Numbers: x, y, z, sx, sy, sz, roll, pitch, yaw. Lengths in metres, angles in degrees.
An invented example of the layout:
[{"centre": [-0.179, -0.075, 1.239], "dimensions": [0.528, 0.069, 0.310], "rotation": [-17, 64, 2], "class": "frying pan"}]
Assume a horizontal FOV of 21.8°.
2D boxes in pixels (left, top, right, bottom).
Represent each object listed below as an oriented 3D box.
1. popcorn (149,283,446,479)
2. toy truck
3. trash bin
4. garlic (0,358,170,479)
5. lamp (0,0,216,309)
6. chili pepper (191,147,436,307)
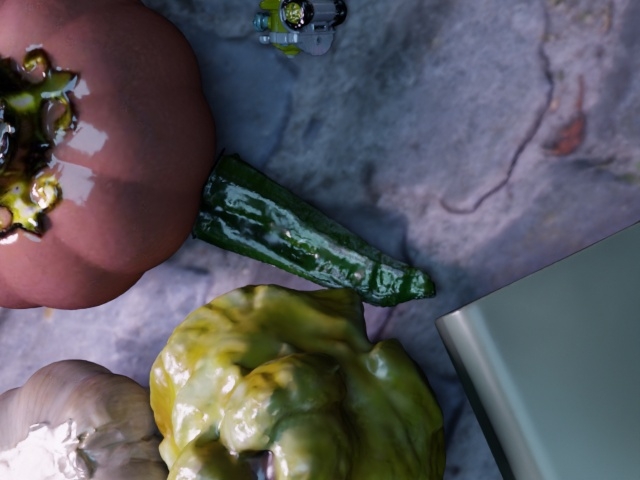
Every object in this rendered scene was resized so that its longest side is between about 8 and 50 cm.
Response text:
[{"centre": [-0.022, 0.172, 1.377], "dimensions": [0.276, 0.276, 0.225], "rotation": [21, 113, 11], "class": "popcorn"}, {"centre": [-0.025, -0.215, 1.449], "dimensions": [0.077, 0.076, 0.111], "rotation": [6, 100, 31], "class": "toy truck"}, {"centre": [0.259, 0.173, 1.348], "dimensions": [0.223, 0.158, 0.343], "rotation": [-25, 88, -3], "class": "trash bin"}, {"centre": [-0.218, 0.218, 1.485], "dimensions": [0.228, 0.152, 0.227], "rotation": [-7, 78, 35], "class": "garlic"}, {"centre": [-0.244, -0.087, 1.421], "dimensions": [0.305, 0.240, 0.305], "rotation": [0, 91, 23], "class": "lamp"}, {"centre": [0.000, 0.000, 1.470], "dimensions": [0.227, 0.059, 0.088], "rotation": [23, 98, 9], "class": "chili pepper"}]
